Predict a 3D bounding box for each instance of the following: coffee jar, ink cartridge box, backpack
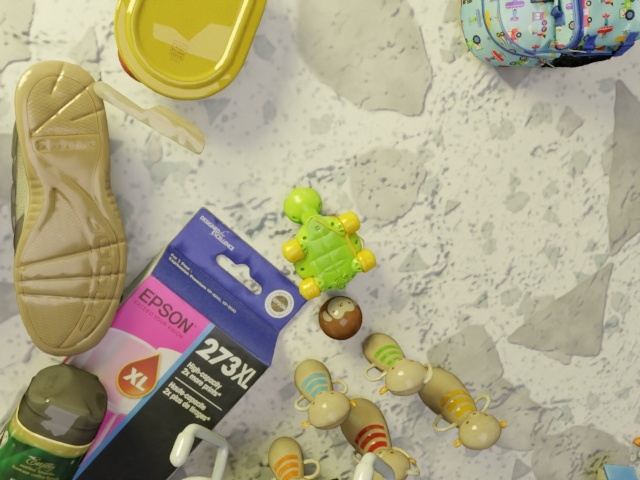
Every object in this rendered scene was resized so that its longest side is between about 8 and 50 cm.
[{"bbox_3d":[-0.280,0.217,0.569,0.079,0.096,0.184,27,95,-20],"label":"coffee jar"},{"bbox_3d":[-0.190,0.156,0.662,0.176,0.069,0.371,42,88,-18],"label":"ink cartridge box"},{"bbox_3d":[0.249,-0.270,0.641,0.173,0.117,0.158,-5,103,-9],"label":"backpack"}]

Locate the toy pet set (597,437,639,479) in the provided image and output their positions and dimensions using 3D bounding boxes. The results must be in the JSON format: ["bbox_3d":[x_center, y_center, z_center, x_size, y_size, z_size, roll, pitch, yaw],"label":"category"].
[{"bbox_3d":[0.467,0.351,0.841,0.114,0.065,0.122,5,79,5],"label":"toy pet set"}]

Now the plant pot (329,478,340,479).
[{"bbox_3d":[0.003,0.410,0.707,0.187,0.167,0.188,-22,107,-8],"label":"plant pot"}]

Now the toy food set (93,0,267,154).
[{"bbox_3d":[-0.138,-0.210,0.584,0.128,0.071,0.218,22,92,-21],"label":"toy food set"}]

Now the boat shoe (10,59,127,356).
[{"bbox_3d":[-0.257,-0.030,0.586,0.103,0.092,0.285,-6,102,-25],"label":"boat shoe"}]

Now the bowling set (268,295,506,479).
[{"bbox_3d":[0.041,0.178,0.670,0.287,0.154,0.200,-25,107,-7],"label":"bowling set"}]

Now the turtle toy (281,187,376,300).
[{"bbox_3d":[0.000,0.000,0.666,0.095,0.066,0.130,-26,106,-6],"label":"turtle toy"}]

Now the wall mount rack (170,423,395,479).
[{"bbox_3d":[-0.065,0.339,0.527,0.130,0.350,0.304,53,43,-53],"label":"wall mount rack"}]
